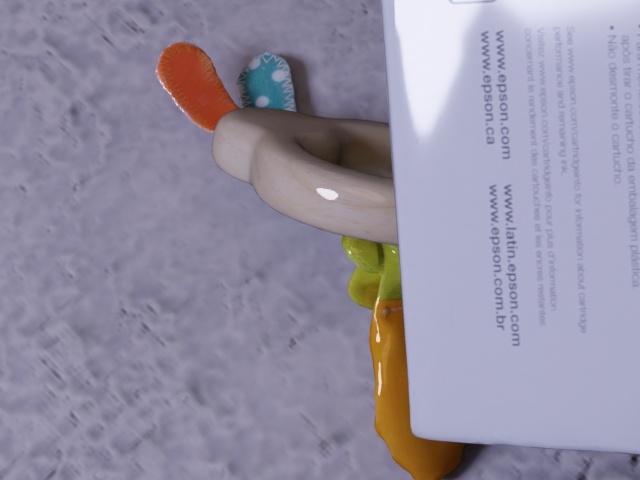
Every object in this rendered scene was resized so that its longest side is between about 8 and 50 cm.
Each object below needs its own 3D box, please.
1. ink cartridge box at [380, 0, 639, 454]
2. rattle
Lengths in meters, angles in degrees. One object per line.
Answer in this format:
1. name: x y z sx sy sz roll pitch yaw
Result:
1. ink cartridge box: 0.178 -0.083 0.634 0.330 0.071 0.324 1 100 26
2. rattle: 0.000 0.000 0.844 0.200 0.142 0.130 18 35 32
